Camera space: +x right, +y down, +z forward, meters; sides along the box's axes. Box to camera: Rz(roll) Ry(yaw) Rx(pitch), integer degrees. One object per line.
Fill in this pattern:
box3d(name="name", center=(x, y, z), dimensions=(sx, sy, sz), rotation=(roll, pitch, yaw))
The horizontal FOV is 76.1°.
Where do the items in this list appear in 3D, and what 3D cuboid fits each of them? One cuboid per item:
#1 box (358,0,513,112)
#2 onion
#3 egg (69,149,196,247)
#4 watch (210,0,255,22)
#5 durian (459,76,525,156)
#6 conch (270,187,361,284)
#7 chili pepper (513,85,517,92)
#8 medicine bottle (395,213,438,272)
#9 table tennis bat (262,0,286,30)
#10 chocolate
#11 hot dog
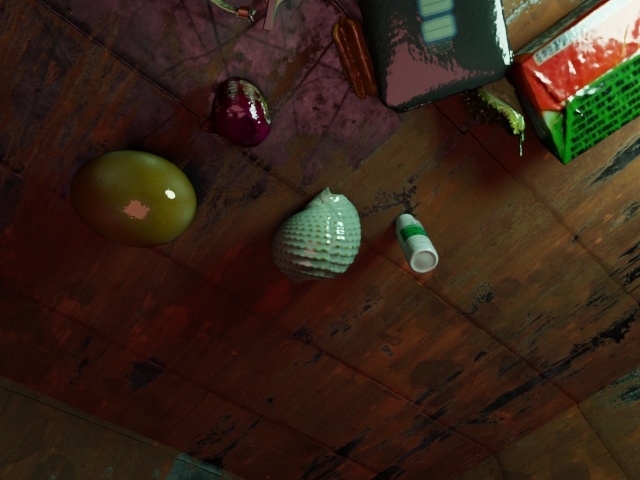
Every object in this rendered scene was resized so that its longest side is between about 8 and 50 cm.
box3d(name="box", center=(0.295, -0.546, 1.064), dimensions=(0.358, 0.091, 0.351), rotation=(-15, 105, 9))
box3d(name="onion", center=(-0.258, -0.353, 1.180), dimensions=(0.218, 0.140, 0.195), rotation=(-15, 126, 11))
box3d(name="egg", center=(-0.545, -0.122, 1.208), dimensions=(0.350, 0.283, 0.283), rotation=(10, 119, -6))
box3d(name="watch", center=(-0.188, -0.645, 1.023), dimensions=(0.268, 0.102, 0.165), rotation=(29, 125, -19))
box3d(name="durian", center=(0.482, -0.409, 1.166), dimensions=(0.132, 0.106, 0.375), rotation=(-35, 93, 7))
box3d(name="conch", center=(0.001, 0.012, 1.351), dimensions=(0.302, 0.215, 0.319), rotation=(19, 119, -24))
box3d(name="chili pepper", center=(0.565, -0.444, 1.211), dimensions=(0.083, 0.022, 0.027), rotation=(-12, 86, 6))
box3d(name="medicine bottle", center=(0.300, 0.000, 1.318), dimensions=(0.095, 0.260, 0.095), rotation=(-2, 119, -3))
box3d(name="table tennis bat", center=(-0.116, -0.665, 1.062), dimensions=(0.130, 0.019, 0.221), rotation=(13, 117, -8))
box3d(name="chocolate", center=(0.730, -0.455, 1.117), dimensions=(0.360, 0.161, 0.341), rotation=(-35, 115, 11))
box3d(name="hot dog", center=(0.098, -0.508, 1.130), dimensions=(0.092, 0.062, 0.236), rotation=(-4, 128, 29))
